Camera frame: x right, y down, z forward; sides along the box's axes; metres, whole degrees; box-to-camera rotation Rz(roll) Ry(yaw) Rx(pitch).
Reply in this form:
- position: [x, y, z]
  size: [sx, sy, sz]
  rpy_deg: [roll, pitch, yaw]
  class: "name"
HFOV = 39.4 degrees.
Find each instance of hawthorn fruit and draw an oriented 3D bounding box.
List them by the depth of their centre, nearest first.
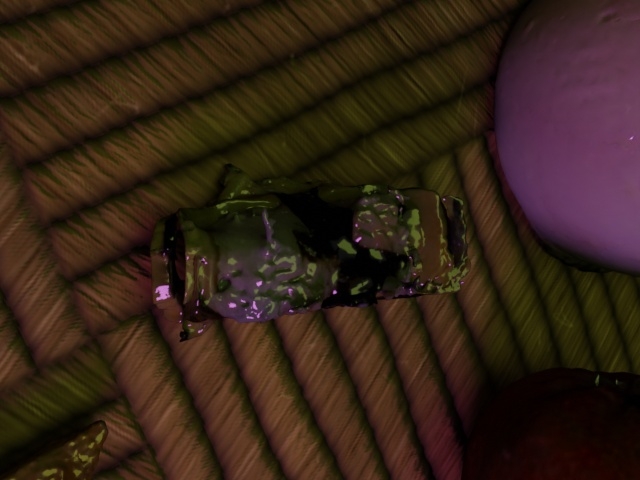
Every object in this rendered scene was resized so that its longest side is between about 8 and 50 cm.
- position: [0.281, 0.277, 0.841]
  size: [0.308, 0.308, 0.324]
  rpy_deg: [-7, 84, -31]
  class: "hawthorn fruit"

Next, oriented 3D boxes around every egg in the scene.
- position: [0.402, -0.130, 0.877]
  size: [0.354, 0.340, 0.354]
  rpy_deg: [-1, 91, -33]
  class: "egg"

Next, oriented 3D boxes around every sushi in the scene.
- position: [-0.004, 0.000, 0.756]
  size: [0.291, 0.131, 0.139]
  rpy_deg: [-6, 96, -23]
  class: "sushi"

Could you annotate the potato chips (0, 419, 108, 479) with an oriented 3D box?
- position: [-0.334, 0.219, 0.599]
  size: [0.407, 0.057, 0.080]
  rpy_deg: [-13, 85, -30]
  class: "potato chips"
